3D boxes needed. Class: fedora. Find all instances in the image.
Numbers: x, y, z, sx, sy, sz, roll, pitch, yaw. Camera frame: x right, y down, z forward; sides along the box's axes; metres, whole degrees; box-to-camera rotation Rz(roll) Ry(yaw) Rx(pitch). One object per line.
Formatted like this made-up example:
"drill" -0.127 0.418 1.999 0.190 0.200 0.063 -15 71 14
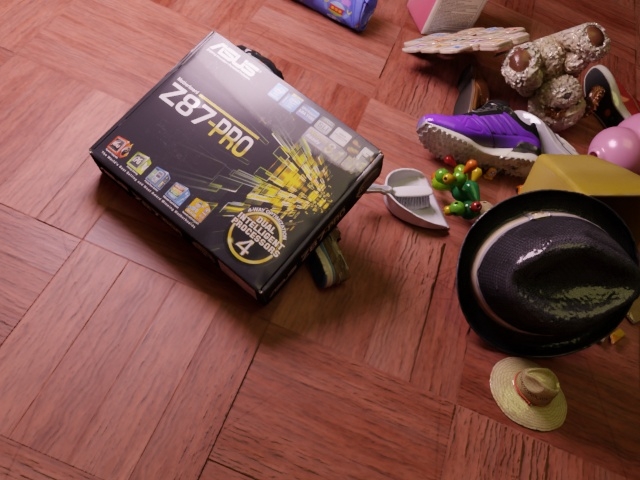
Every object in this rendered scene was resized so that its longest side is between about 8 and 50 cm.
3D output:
"fedora" 0.403 0.067 1.157 0.334 0.334 0.152 17 5 -6

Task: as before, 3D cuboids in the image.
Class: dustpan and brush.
"dustpan and brush" 0.151 -0.090 1.353 0.211 0.060 0.147 -2 54 -22

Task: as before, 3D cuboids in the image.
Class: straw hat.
"straw hat" 0.364 0.243 1.160 0.144 0.061 0.144 10 51 -12

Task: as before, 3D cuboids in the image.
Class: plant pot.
"plant pot" 0.511 -0.063 1.378 0.212 0.212 0.187 -2 42 -21

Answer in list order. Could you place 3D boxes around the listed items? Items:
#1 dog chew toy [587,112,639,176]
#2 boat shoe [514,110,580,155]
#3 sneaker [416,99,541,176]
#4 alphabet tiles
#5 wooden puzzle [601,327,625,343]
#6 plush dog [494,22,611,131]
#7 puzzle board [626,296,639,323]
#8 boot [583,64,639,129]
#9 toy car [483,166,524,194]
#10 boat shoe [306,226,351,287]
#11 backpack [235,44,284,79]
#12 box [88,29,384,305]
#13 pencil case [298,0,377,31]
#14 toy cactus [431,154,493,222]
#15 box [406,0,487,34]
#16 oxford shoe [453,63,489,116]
"dog chew toy" 0.764 -0.208 1.591 0.332 0.206 0.206 -9 56 -16
"boat shoe" 0.524 -0.190 1.555 0.267 0.096 0.088 46 24 25
"sneaker" 0.345 -0.241 1.492 0.293 0.102 0.146 15 71 -15
"alphabet tiles" 0.346 -0.477 1.660 0.278 0.021 0.284 -26 29 -35
"wooden puzzle" 0.521 0.157 1.320 0.116 0.014 0.078 43 47 16
"plush dog" 0.547 -0.370 1.649 0.262 0.210 0.225 -19 100 -5
"puzzle board" 0.639 0.112 1.401 0.128 0.011 0.096 -17 59 -31
"boot" 0.798 -0.349 1.786 0.176 0.088 0.244 -6 63 -25
"toy car" 0.412 -0.116 1.483 0.122 0.040 0.060 21 48 -4
"boat shoe" 0.000 0.000 1.230 0.066 0.066 0.183 -6 65 -30
"backpack" -0.167 -0.301 1.375 0.152 0.115 0.182 29 52 0
"box" -0.141 -0.132 1.185 0.395 0.097 0.318 39 74 13
"pencil case" 0.000 -0.628 1.691 0.306 0.133 0.119 27 78 3
"toy cactus" 0.304 -0.088 1.377 0.180 0.112 0.219 42 18 -11
"box" 0.342 -0.653 1.765 0.148 0.232 0.127 -2 54 -22
"oxford shoe" 0.364 -0.334 1.625 0.076 0.076 0.212 30 49 -12
